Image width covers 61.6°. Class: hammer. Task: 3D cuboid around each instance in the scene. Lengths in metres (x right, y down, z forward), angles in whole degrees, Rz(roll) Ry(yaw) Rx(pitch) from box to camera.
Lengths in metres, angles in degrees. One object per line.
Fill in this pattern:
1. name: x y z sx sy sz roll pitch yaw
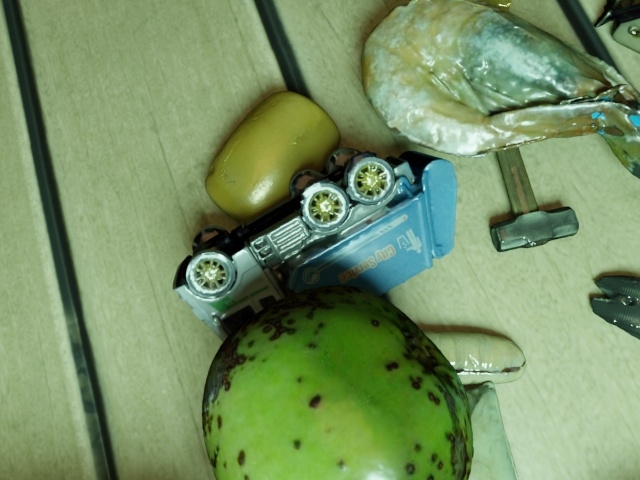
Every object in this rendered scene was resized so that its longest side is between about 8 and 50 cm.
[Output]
1. hammer: 0.265 -0.167 0.782 0.111 0.043 0.365 -13 77 4

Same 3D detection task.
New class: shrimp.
1. shrimp: 0.258 -0.196 0.726 0.445 0.110 0.221 25 85 15

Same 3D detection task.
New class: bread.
1. bread: 0.164 0.155 0.709 0.214 0.053 0.073 3 79 6
2. bread: -0.072 -0.124 0.790 0.147 0.098 0.217 31 81 10

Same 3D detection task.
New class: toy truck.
1. toy truck: 0.000 0.000 0.695 0.367 0.146 0.175 -29 107 0

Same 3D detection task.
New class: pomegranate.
1. pomegranate: -0.012 0.219 0.558 0.285 0.285 0.341 44 107 15

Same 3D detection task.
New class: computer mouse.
1. computer mouse: 0.426 0.090 0.702 0.135 0.047 0.079 22 77 14

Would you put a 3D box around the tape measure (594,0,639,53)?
1. tape measure: 0.532 -0.312 0.706 0.271 0.231 0.133 35 83 13

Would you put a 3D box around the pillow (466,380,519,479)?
1. pillow: 0.091 0.296 0.664 0.302 0.075 0.185 -13 69 5

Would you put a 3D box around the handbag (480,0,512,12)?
1. handbag: 0.269 -0.355 0.852 0.061 0.027 0.083 9 79 7
